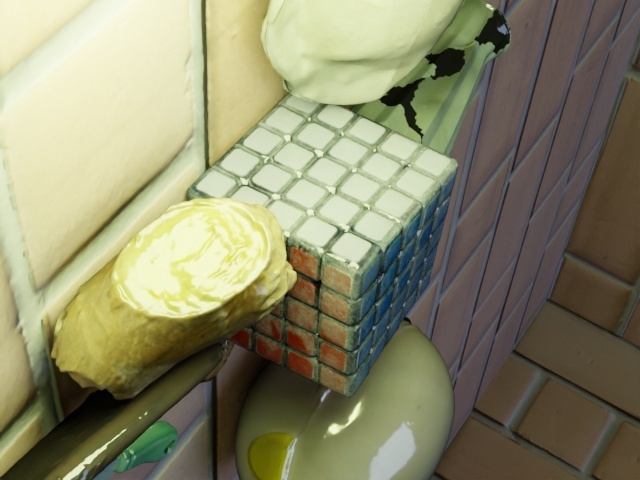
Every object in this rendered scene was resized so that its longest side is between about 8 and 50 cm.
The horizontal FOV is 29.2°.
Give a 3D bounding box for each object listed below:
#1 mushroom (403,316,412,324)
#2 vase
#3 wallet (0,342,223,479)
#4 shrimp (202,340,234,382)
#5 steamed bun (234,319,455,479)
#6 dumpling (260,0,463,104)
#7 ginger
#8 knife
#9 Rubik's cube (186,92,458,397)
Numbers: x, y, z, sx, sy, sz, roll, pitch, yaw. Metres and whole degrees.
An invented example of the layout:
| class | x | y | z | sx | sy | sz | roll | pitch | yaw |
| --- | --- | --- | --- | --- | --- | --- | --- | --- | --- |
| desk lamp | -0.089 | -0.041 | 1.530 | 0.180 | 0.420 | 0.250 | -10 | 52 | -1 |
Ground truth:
| class | x | y | z | sx | sy | sz | roll | pitch | yaw |
| --- | --- | --- | --- | --- | --- | --- | --- | --- | --- |
| mushroom | 0.051 | 0.283 | 2.250 | 0.344 | 0.130 | 0.247 | -61 | 178 | 4 |
| vase | 0.147 | -0.194 | 1.737 | 0.360 | 0.165 | 0.165 | -54 | 161 | -33 |
| wallet | -0.242 | 0.210 | 1.288 | 0.165 | 0.042 | 0.309 | -22 | -165 | 45 |
| shrimp | -0.137 | 0.124 | 1.604 | 0.148 | 0.035 | 0.195 | -62 | 169 | 10 |
| steamed bun | 0.039 | 0.284 | 1.894 | 0.374 | 0.334 | 0.334 | -55 | 161 | -18 |
| dumpling | 0.043 | -0.288 | 1.301 | 0.260 | 0.181 | 0.341 | -10 | 160 | -42 |
| ginger | -0.151 | 0.067 | 1.274 | 0.276 | 0.130 | 0.221 | -19 | 152 | -24 |
| knife | -0.269 | 0.287 | 1.518 | 0.260 | 0.034 | 0.063 | -22 | 144 | -55 |
| Rubik's cube | 0.000 | 0.000 | 1.465 | 0.237 | 0.238 | 0.237 | -48 | 157 | -39 |
